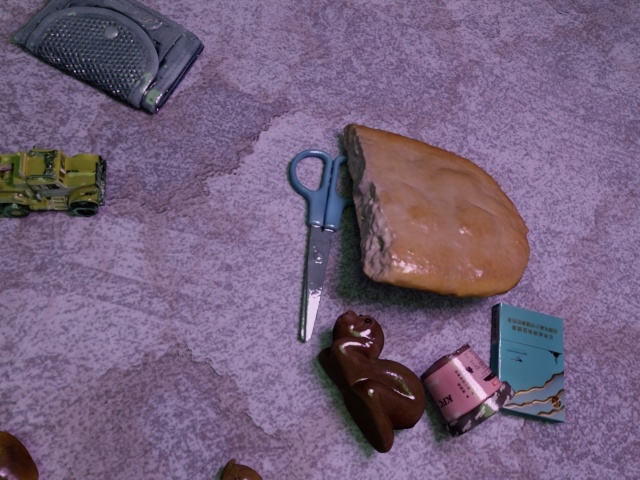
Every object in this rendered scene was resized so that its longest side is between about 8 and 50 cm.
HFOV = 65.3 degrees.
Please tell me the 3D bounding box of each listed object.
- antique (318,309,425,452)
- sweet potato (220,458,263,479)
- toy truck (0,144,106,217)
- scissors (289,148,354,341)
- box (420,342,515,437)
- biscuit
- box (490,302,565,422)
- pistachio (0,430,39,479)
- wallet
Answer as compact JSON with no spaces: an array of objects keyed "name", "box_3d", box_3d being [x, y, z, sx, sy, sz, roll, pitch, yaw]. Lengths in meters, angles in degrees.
[{"name":"antique","box_3d":[0.104,0.257,0.969,0.143,0.121,0.257,-29,80,-25]},{"name":"sweet potato","box_3d":[-0.072,0.492,0.862,0.273,0.075,0.075,43,66,2]},{"name":"toy truck","box_3d":[-0.547,-0.117,0.941,0.259,0.135,0.129,0,70,-18]},{"name":"scissors","box_3d":[0.000,0.000,1.090,0.192,0.029,0.448,13,66,-9]},{"name":"box","box_3d":[0.283,0.289,0.990,0.151,0.151,0.135,-26,70,-22]},{"name":"biscuit","box_3d":[0.262,-0.062,1.083,0.445,0.104,0.430,14,46,-13]},{"name":"box","box_3d":[0.453,0.266,1.096,0.161,0.041,0.229,14,66,-8]},{"name":"pistachio","box_3d":[-0.517,0.370,0.776,0.100,0.110,0.189,-37,81,9]},{"name":"wallet","box_3d":[-0.468,-0.453,1.126,0.342,0.075,0.237,28,68,-3]}]
